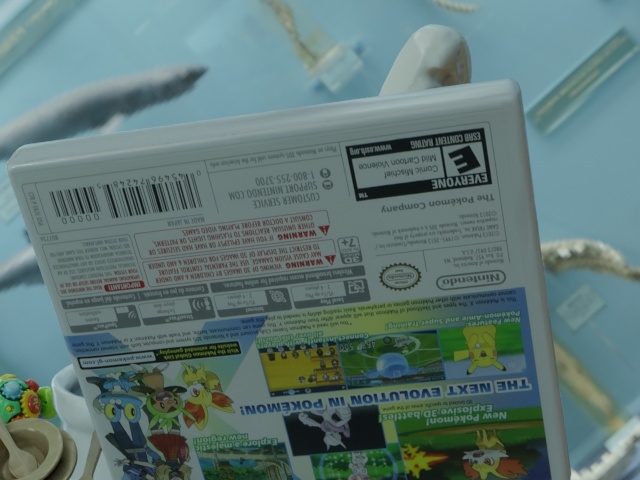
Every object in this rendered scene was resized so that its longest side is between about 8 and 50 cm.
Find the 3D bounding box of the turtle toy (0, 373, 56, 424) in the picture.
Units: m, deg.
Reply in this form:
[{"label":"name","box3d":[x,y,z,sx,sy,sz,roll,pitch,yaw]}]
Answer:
[{"label":"turtle toy","box3d":[-0.392,0.219,1.630,0.066,0.095,0.130,-14,-6,19]}]

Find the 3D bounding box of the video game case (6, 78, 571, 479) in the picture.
[{"label":"video game case","box3d":[-0.013,0.055,0.834,0.329,0.300,0.036,-7,27,11]}]

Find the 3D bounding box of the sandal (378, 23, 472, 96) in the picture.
[{"label":"sandal","box3d":[0.004,0.005,1.044,0.416,0.102,0.169,-62,-22,-8]}]

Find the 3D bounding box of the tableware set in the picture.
[{"label":"tableware set","box3d":[-0.246,0.208,0.958,0.128,0.039,0.194,-4,40,10]}]

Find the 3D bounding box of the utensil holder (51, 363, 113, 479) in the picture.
[{"label":"utensil holder","box3d":[-0.124,0.328,1.431,0.327,0.385,0.327,-5,7,1]}]
